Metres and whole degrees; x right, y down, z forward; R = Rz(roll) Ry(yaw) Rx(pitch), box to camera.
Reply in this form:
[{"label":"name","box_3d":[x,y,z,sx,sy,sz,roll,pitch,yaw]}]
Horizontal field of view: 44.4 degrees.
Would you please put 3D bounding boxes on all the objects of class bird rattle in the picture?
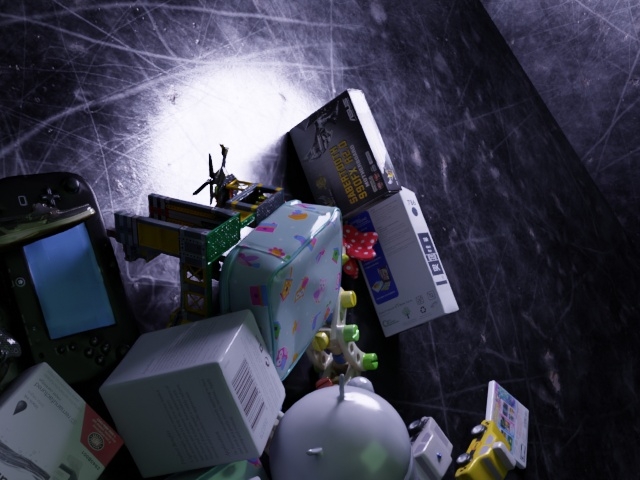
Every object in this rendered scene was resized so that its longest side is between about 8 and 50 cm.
[{"label":"bird rattle","box_3d":[0.000,0.000,1.528,0.207,0.143,0.253,43,36,2]}]

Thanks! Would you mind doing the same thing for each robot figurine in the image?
[{"label":"robot figurine","box_3d":[0.041,0.349,1.139,0.300,0.199,0.354,-78,160,-44]}]

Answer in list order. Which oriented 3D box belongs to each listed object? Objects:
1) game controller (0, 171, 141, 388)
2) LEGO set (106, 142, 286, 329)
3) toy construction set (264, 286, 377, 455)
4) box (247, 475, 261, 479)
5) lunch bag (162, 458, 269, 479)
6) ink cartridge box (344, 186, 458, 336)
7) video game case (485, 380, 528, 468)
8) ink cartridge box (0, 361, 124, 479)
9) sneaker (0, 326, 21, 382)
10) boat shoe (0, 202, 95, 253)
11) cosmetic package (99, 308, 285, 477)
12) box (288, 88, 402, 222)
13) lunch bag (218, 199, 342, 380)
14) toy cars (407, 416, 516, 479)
[{"label":"game controller","box_3d":[-0.369,0.052,1.126,0.166,0.067,0.319,-8,74,-50]},{"label":"LEGO set","box_3d":[-0.198,0.017,1.262,0.331,0.192,0.255,-49,145,-49]},{"label":"toy construction set","box_3d":[-0.003,0.256,1.342,0.328,0.151,0.215,-50,132,-42]},{"label":"box","box_3d":[-0.177,0.458,0.935,0.321,0.058,0.232,-22,89,-9]},{"label":"lunch bag","box_3d":[-0.172,0.429,1.050,0.262,0.160,0.224,-25,90,-41]},{"label":"ink cartridge box","box_3d":[0.155,0.021,1.649,0.065,0.165,0.333,-8,76,-50]},{"label":"video game case","box_3d":[0.436,0.430,1.832,0.143,0.019,0.157,40,44,-24]},{"label":"ink cartridge box","box_3d":[-0.373,0.284,0.963,0.159,0.092,0.218,50,42,-14]},{"label":"sneaker","box_3d":[-0.420,0.150,0.937,0.130,0.087,0.227,41,3,-33]},{"label":"boat shoe","box_3d":[-0.388,-0.028,1.085,0.152,0.056,0.049,-24,88,-37]},{"label":"cosmetic package","box_3d":[-0.170,0.209,1.079,0.151,0.183,0.151,-64,137,-64]},{"label":"box","box_3d":[0.048,-0.169,1.630,0.056,0.183,0.231,-8,75,-51]},{"label":"lunch bag","box_3d":[-0.059,0.080,1.233,0.279,0.107,0.224,-47,145,-52]},{"label":"toy cars","box_3d":[0.288,0.443,1.595,0.393,0.087,0.177,14,59,-41]}]
